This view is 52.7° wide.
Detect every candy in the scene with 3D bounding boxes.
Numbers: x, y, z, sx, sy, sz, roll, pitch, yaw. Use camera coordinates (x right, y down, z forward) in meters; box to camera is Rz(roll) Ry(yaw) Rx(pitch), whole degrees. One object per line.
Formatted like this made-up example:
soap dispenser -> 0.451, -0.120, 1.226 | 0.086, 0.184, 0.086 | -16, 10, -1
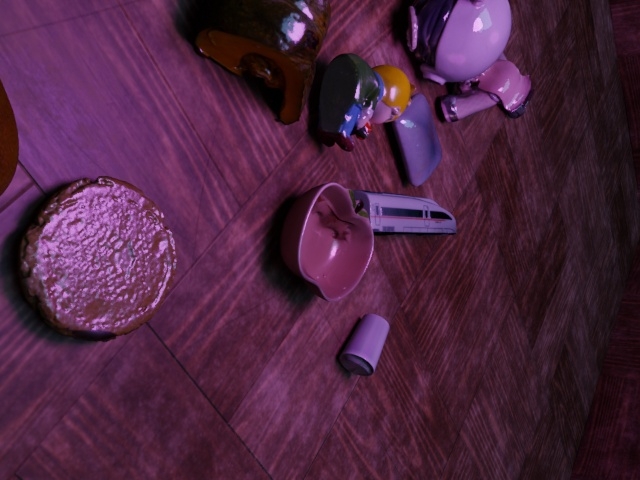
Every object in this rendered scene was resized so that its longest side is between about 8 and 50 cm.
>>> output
candy -> 0.218, -0.224, 1.439 | 0.138, 0.071, 0.174 | -49, 128, -40

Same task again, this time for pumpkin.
pumpkin -> -0.094, -0.310, 1.027 | 0.280, 0.190, 0.139 | 117, -10, -72

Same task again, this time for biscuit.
biscuit -> -0.282, 0.024, 0.836 | 0.226, 0.042, 0.226 | -2, 92, -51

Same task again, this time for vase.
vase -> 0.526, -0.400, 1.837 | 0.167, 0.059, 0.059 | 14, 81, -52

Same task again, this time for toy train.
toy train -> 0.184, -0.053, 1.401 | 0.407, 0.086, 0.088 | 1, 86, -53

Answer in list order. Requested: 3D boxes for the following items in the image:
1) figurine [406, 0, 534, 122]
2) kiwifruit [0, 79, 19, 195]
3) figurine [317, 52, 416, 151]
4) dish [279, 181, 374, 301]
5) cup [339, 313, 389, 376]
figurine -> 0.344, -0.455, 1.473 | 0.361, 0.211, 0.253 | 42, 60, -46
kiwifruit -> -0.386, -0.124, 0.576 | 0.196, 0.196, 0.234 | -31, 109, -47
figurine -> 0.092, -0.255, 1.244 | 0.234, 0.127, 0.185 | 1, 97, -62
dish -> 0.000, 0.000, 1.160 | 0.213, 0.090, 0.213 | -7, 100, -50
cup -> 0.092, 0.221, 1.318 | 0.104, 0.074, 0.116 | 87, 26, -48
